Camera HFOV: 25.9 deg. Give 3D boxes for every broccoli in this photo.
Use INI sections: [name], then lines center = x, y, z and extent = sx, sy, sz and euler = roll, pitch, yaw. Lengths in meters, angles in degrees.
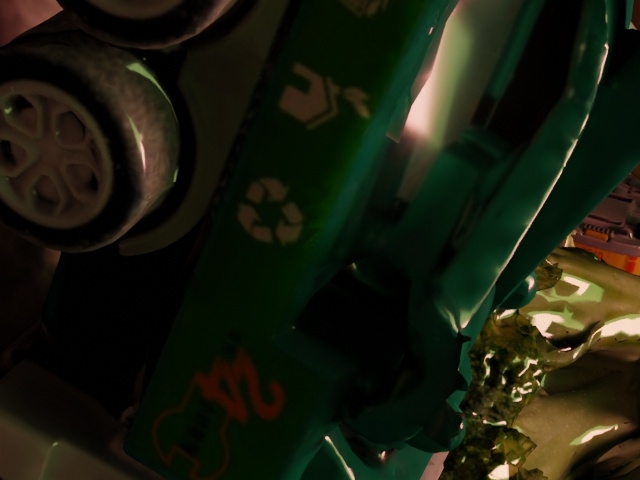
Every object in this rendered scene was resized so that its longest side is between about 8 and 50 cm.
[broccoli]
center = 0.086, 0.079, 0.708
extent = 0.321, 0.283, 0.304
euler = -131, -149, -80

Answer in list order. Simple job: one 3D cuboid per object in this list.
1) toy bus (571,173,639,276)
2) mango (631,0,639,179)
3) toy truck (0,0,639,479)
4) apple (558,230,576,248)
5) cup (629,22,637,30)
[toy bus]
center = 0.310, 0.006, 1.533
extent = 0.209, 0.126, 0.136
euler = -46, 149, -60
[mango]
center = 0.275, -0.155, 1.050
extent = 0.198, 0.384, 0.221
euler = -14, 144, -42
[toy truck]
center = -0.007, -0.002, 0.426
extent = 0.363, 0.178, 0.176
euler = -61, 173, 34
[apple]
center = 0.121, 0.092, 1.049
extent = 0.193, 0.120, 0.265
euler = 4, 97, -84
[cup]
center = 0.103, -0.068, 0.927
extent = 0.236, 0.134, 0.148
euler = -60, 179, -29
